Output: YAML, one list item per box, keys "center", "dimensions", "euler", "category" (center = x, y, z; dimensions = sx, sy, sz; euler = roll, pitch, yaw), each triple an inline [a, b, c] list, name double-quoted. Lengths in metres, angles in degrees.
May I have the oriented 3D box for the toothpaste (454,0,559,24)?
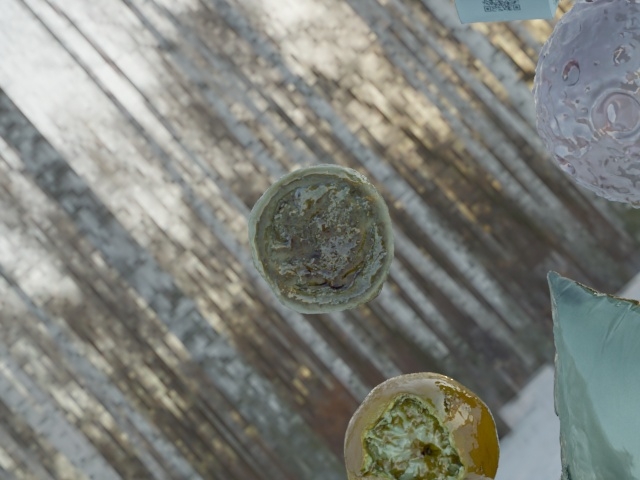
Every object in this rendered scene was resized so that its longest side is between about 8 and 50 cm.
- center: [0.187, -0.309, 1.234]
  dimensions: [0.067, 0.081, 0.336]
  euler: [69, -148, -41]
  category: "toothpaste"

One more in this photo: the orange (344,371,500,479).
- center: [0.099, 0.204, 1.418]
  dimensions: [0.154, 0.155, 0.134]
  euler: [-41, 3, -10]
  category: "orange"

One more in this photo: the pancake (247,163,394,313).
- center: [0.000, 0.000, 1.317]
  dimensions: [0.139, 0.139, 0.022]
  euler: [-43, 3, 10]
  category: "pancake"

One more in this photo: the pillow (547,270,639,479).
- center: [0.348, 0.201, 1.527]
  dimensions: [0.119, 0.312, 0.310]
  euler: [-16, 18, -25]
  category: "pillow"

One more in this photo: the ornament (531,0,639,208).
- center: [0.357, -0.163, 1.626]
  dimensions: [0.259, 0.259, 0.225]
  euler: [-38, 25, -33]
  category: "ornament"
